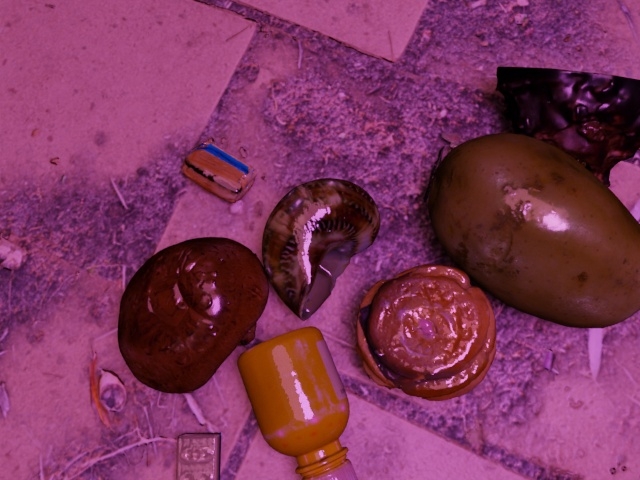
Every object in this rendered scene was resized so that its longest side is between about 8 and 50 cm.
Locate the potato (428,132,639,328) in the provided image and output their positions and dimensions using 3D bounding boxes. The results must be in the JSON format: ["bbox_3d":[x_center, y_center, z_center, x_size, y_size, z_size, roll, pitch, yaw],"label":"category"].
[{"bbox_3d":[0.279,-0.011,0.725,0.216,0.216,0.304,-42,85,-8],"label":"potato"}]

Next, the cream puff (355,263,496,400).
[{"bbox_3d":[0.138,0.127,0.735,0.189,0.129,0.188,-6,67,14],"label":"cream puff"}]

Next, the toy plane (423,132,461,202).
[{"bbox_3d":[0.195,-0.109,0.848,0.049,0.031,0.120,17,79,15],"label":"toy plane"}]

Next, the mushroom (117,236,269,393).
[{"bbox_3d":[-0.185,0.090,0.753,0.194,0.138,0.231,30,78,9],"label":"mushroom"}]

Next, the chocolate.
[{"bbox_3d":[0.352,-0.143,0.788,0.224,0.206,0.176,12,106,20],"label":"chocolate"}]

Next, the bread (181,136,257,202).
[{"bbox_3d":[-0.158,-0.104,0.849,0.106,0.053,0.072,31,55,7],"label":"bread"}]

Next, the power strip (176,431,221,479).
[{"bbox_3d":[-0.165,0.324,0.745,0.056,0.032,0.123,-2,76,3],"label":"power strip"}]

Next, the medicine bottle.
[{"bbox_3d":[-0.019,0.230,0.719,0.122,0.122,0.212,-21,76,-4],"label":"medicine bottle"}]

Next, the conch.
[{"bbox_3d":[-0.002,-0.002,0.779,0.124,0.187,0.181,34,42,30],"label":"conch"}]
